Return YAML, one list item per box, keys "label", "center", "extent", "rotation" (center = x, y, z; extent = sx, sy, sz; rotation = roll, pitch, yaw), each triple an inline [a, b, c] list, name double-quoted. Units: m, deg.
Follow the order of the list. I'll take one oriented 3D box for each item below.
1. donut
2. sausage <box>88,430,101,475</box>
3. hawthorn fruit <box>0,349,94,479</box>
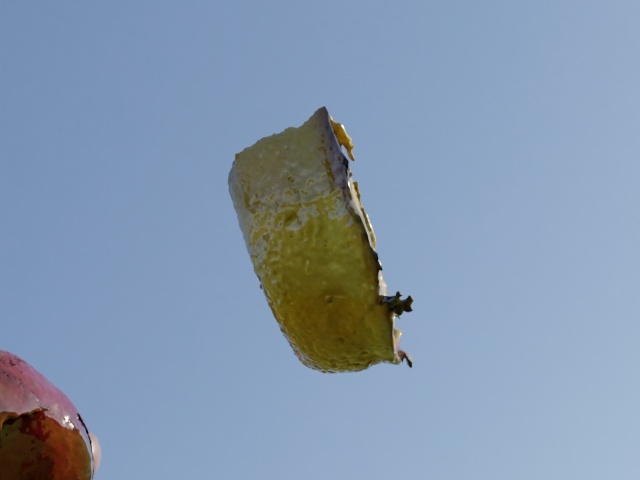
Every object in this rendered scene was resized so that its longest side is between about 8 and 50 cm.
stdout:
- label: "donut"
  center: [0.004, 0.011, 0.905]
  extent: [0.078, 0.146, 0.181]
  rotation: [-18, -7, 1]
- label: "sausage"
  center: [-0.333, 0.252, 1.407]
  extent: [0.088, 0.088, 0.433]
  rotation: [-47, -12, 35]
- label: "hawthorn fruit"
  center: [-0.228, 0.158, 1.127]
  extent: [0.172, 0.148, 0.148]
  rotation: [35, -53, -9]
